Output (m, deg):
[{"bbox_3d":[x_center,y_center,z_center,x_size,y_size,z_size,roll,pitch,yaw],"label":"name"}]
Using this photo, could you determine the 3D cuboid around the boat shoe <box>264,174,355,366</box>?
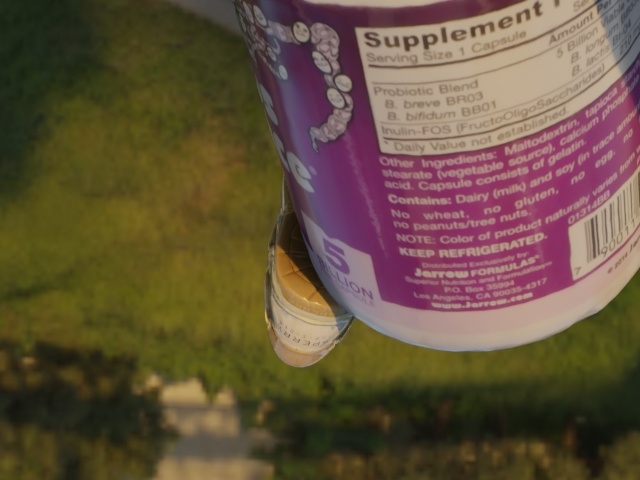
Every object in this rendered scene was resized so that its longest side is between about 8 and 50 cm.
[{"bbox_3d":[0.000,0.000,0.762,0.063,0.170,0.059,20,125,0],"label":"boat shoe"}]

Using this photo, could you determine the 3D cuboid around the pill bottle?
[{"bbox_3d":[0.047,-0.107,0.588,0.169,0.169,0.301,-1,137,14],"label":"pill bottle"}]
